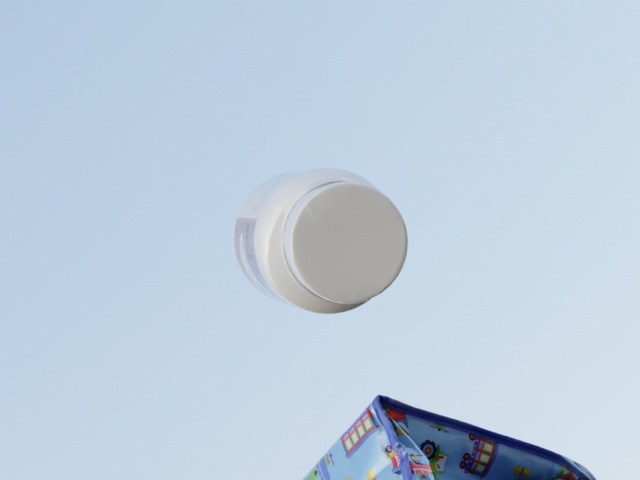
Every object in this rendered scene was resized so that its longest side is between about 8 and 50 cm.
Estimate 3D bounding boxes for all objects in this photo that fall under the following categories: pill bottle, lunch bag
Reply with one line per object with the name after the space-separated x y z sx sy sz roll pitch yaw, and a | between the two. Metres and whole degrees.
0.000 0.000 1.306 0.131 0.131 0.229 -29 7 -10 | pill bottle
0.130 0.289 1.475 0.293 0.138 0.221 11 -48 -35 | lunch bag
